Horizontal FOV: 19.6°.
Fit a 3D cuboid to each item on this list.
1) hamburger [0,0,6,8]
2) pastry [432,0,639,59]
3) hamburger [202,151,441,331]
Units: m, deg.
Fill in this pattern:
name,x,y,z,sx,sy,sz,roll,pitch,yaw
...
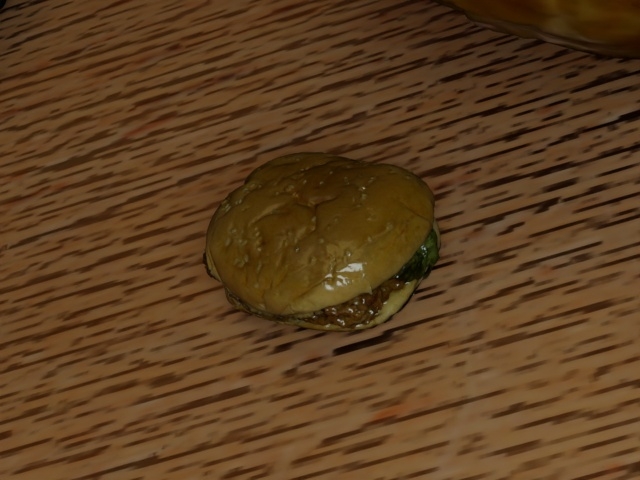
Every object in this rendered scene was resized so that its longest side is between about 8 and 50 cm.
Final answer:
name,x,y,z,sx,sy,sz,roll,pitch,yaw
hamburger,-0.228,-0.172,0.873,0.167,0.192,0.288,-5,63,32
pastry,0.134,-0.222,0.606,0.388,0.388,0.313,-14,80,13
hamburger,0.000,0.000,0.647,0.083,0.044,0.076,13,51,34
